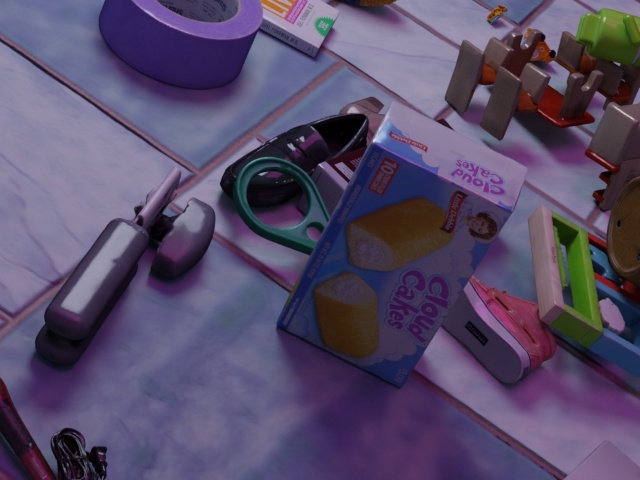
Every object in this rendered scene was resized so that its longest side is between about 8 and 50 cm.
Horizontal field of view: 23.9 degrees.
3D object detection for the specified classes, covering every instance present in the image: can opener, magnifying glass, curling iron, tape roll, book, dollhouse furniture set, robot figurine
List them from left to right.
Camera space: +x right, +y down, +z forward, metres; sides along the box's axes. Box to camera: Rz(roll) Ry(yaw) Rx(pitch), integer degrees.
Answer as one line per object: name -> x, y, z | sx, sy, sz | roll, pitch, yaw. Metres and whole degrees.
curling iron -> -0.285, 0.133, 1.353 | 0.274, 0.035, 0.068 | 45, 36, 20
can opener -> -0.181, 0.027, 1.505 | 0.095, 0.076, 0.283 | 27, 38, 0
tape roll -> -0.171, -0.276, 1.859 | 0.189, 0.080, 0.189 | 17, 39, -15
book -> -0.055, -0.305, 2.006 | 0.144, 0.035, 0.096 | 28, 41, -2
magnifying glass -> 0.000, 0.000, 1.652 | 0.231, 0.026, 0.092 | 42, 60, 3
dollhouse furniture set -> 0.331, -0.168, 2.033 | 0.262, 0.135, 0.259 | -11, 40, -39
robot figurine -> 0.404, -0.273, 2.038 | 0.115, 0.067, 0.101 | 14, -2, -3

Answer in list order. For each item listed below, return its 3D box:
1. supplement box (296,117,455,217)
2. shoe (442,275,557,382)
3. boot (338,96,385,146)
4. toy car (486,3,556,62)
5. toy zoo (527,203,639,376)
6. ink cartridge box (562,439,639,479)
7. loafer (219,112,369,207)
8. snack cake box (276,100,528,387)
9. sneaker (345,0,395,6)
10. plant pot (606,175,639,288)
supplement box -> 0.103, -0.053, 1.772 | 0.239, 0.073, 0.130 | -22, 60, -44
shoe -> 0.184, 0.077, 1.684 | 0.081, 0.063, 0.178 | -22, 64, -47
boot -> 0.076, -0.131, 1.879 | 0.118, 0.042, 0.087 | 33, 44, 8
toy car -> 0.290, -0.293, 2.211 | 0.040, 0.060, 0.122 | -41, 45, -6
toy zoo -> 0.371, 0.089, 1.768 | 0.293, 0.030, 0.192 | 29, 33, -19
ink cartridge box -> 0.314, 0.356, 1.434 | 0.296, 0.066, 0.261 | 41, 38, 17
loafer -> -0.027, -0.099, 1.740 | 0.076, 0.078, 0.223 | 45, 42, 20
snack cake box -> 0.078, 0.008, 1.528 | 0.152, 0.264, 0.089 | 27, 38, 0
sneaker -> -0.005, -0.434, 2.117 | 0.296, 0.112, 0.131 | 26, 37, -4
plant pot -> 0.473, 0.004, 1.768 | 0.254, 0.237, 0.237 | 12, 40, -19
